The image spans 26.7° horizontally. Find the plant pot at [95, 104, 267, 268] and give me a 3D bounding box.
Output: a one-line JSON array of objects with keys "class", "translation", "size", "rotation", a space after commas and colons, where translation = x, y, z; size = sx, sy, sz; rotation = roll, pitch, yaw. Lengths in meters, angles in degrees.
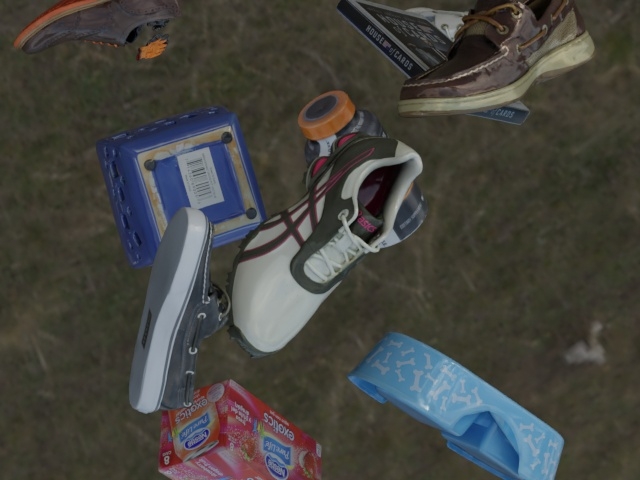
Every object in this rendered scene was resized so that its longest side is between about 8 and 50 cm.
[{"class": "plant pot", "translation": [-0.221, -0.089, 2.221], "size": [0.235, 0.236, 0.212], "rotation": [-18, -173, -15]}]

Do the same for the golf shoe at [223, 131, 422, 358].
[{"class": "golf shoe", "translation": [0.000, 0.000, 1.382], "size": [0.105, 0.120, 0.273], "rotation": [39, 75, -25]}]

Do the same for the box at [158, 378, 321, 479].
[{"class": "box", "translation": [-0.115, 0.327, 2.026], "size": [0.128, 0.123, 0.257], "rotation": [-20, 140, 26]}]

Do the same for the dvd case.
[{"class": "dvd case", "translation": [0.150, -0.241, 1.800], "size": [0.179, 0.239, 0.030], "rotation": [3, 127, -49]}]

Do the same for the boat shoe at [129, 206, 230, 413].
[{"class": "boat shoe", "translation": [-0.127, 0.073, 1.305], "size": [0.076, 0.080, 0.229], "rotation": [6, 115, -21]}]

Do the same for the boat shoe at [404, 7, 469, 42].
[{"class": "boat shoe", "translation": [0.192, -0.290, 1.987], "size": [0.096, 0.277, 0.098], "rotation": [-11, 108, -41]}]

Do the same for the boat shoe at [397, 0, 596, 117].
[{"class": "boat shoe", "translation": [0.204, -0.233, 1.595], "size": [0.342, 0.123, 0.123], "rotation": [-26, 109, -40]}]

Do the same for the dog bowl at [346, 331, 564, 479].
[{"class": "dog bowl", "translation": [0.170, 0.205, 1.607], "size": [0.297, 0.166, 0.074], "rotation": [36, 79, -23]}]

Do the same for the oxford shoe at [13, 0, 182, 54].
[{"class": "oxford shoe", "translation": [-0.316, -0.303, 1.891], "size": [0.271, 0.097, 0.098], "rotation": [-18, 112, 30]}]

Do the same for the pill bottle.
[{"class": "pill bottle", "translation": [0.059, -0.115, 2.097], "size": [0.130, 0.130, 0.246], "rotation": [-32, 122, 4]}]

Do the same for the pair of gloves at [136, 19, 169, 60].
[{"class": "pair of gloves", "translation": [-0.234, -0.300, 1.944], "size": [0.074, 0.010, 0.083], "rotation": [-35, 151, -53]}]
